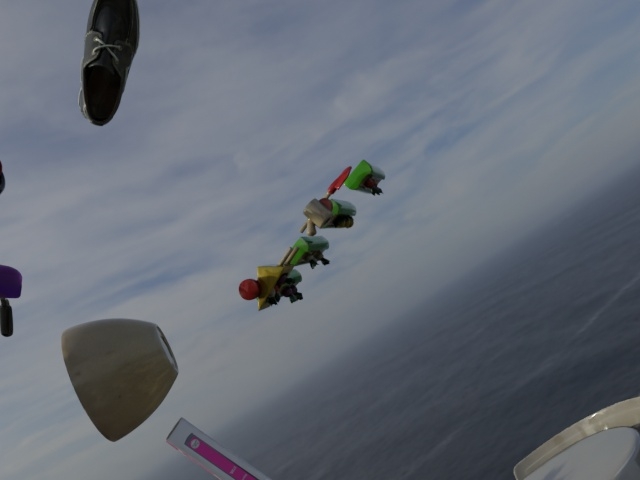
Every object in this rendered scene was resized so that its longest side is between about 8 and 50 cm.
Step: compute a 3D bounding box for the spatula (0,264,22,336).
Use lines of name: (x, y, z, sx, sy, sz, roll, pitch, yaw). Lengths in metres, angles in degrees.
spatula: (-0.714, 0.145, 1.385, 0.084, 0.030, 0.296, 9, -37, -16)

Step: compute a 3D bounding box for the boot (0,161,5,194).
boot: (-0.638, -0.103, 1.102, 0.088, 0.244, 0.176, 27, -79, -48)

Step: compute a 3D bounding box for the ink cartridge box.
ink cartridge box: (-0.161, 0.516, 1.324, 0.069, 0.371, 0.176, -57, -6, -23)

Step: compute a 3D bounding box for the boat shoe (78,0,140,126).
boat shoe: (-0.342, -0.301, 0.995, 0.084, 0.079, 0.233, 11, -69, -22)

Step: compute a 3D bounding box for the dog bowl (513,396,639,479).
dog bowl: (0.336, 0.349, 0.801, 0.348, 0.102, 0.349, -35, -14, -10)

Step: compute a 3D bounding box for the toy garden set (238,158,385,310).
toy garden set: (0.000, 0.000, 0.836, 0.244, 0.049, 0.204, -51, -12, 11)

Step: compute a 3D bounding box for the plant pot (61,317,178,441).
plant pot: (-0.447, 0.294, 1.435, 0.191, 0.284, 0.284, -26, -10, -9)
